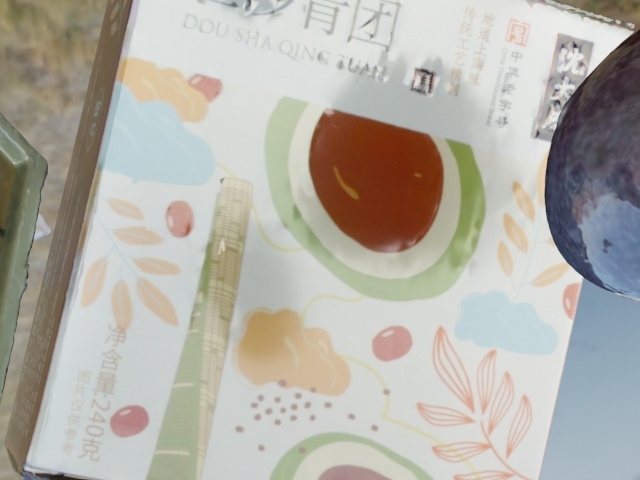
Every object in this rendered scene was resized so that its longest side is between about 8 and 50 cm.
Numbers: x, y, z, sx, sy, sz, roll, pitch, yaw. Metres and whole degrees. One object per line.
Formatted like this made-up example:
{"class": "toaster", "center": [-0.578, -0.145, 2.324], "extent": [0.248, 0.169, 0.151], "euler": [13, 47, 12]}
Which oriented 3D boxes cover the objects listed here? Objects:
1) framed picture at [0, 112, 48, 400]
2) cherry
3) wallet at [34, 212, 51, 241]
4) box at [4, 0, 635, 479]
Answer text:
{"class": "framed picture", "center": [-0.196, 0.009, 0.552], "extent": [0.022, 0.335, 0.247], "euler": [-22, 131, 21]}
{"class": "cherry", "center": [0.192, -0.043, 0.838], "extent": [0.140, 0.176, 0.176], "euler": [13, 168, 17]}
{"class": "wallet", "center": [-0.267, 0.002, 0.963], "extent": [0.183, 0.031, 0.124], "euler": [-11, 176, 22]}
{"class": "box", "center": [0.000, 0.000, 1.079], "extent": [0.345, 0.385, 0.122], "euler": [13, 178, -16]}
